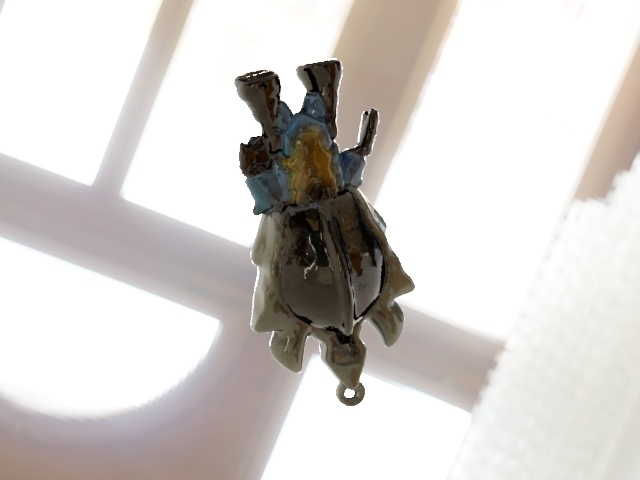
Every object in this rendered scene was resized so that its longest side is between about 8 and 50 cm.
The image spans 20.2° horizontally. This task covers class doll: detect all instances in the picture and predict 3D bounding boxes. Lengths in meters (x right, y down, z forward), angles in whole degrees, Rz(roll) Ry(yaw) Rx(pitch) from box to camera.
[{"bbox_3d":[0.000,0.000,0.984,0.096,0.195,0.070,-14,-167,-16],"label":"doll"}]
